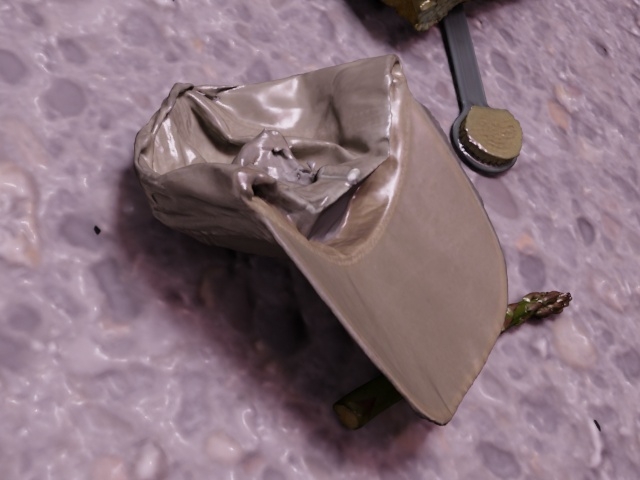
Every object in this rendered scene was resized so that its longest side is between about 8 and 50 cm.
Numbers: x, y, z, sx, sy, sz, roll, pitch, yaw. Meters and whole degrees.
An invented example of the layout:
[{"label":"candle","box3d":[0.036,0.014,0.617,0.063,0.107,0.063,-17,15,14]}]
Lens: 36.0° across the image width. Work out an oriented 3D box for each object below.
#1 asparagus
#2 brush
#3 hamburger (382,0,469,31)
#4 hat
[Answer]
[{"label":"asparagus","box3d":[0.100,0.073,0.680,0.248,0.024,0.025,-21,116,-41]},{"label":"brush","box3d":[0.125,-0.173,0.860,0.062,0.027,0.266,6,57,-23]},{"label":"hamburger","box3d":[0.118,-0.319,0.871,0.211,0.132,0.309,48,51,11]},{"label":"hat","box3d":[0.000,0.000,0.626,0.214,0.149,0.244,-41,115,-51]}]
